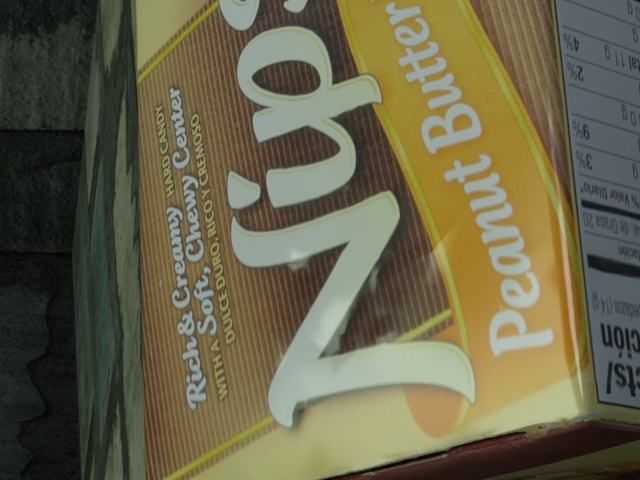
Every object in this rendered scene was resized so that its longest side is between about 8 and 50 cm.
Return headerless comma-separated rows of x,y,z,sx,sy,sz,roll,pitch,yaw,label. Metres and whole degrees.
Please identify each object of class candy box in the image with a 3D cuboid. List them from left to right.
0.025,-0.076,0.525,0.183,0.087,0.316,-22,65,46,candy box
